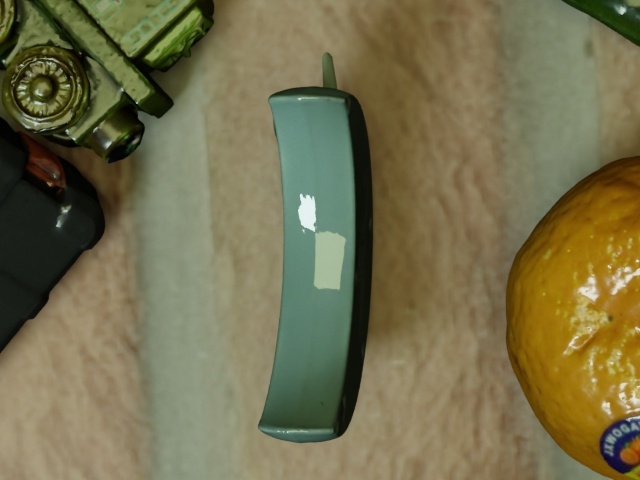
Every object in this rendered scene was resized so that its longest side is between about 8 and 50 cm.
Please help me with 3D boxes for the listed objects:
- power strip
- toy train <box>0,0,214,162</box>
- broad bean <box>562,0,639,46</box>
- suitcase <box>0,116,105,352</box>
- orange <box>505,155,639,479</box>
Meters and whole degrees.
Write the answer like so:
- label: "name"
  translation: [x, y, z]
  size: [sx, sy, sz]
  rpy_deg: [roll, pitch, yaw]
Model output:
- label: "power strip"
  translation: [0.000, 0.000, 0.743]
  size: [0.044, 0.137, 0.216]
  rpy_deg: [2, 87, 10]
- label: "toy train"
  translation: [-0.159, -0.155, 0.775]
  size: [0.137, 0.090, 0.225]
  rpy_deg: [-43, 89, 1]
- label: "broad bean"
  translation: [0.153, -0.221, 0.768]
  size: [0.144, 0.049, 0.292]
  rpy_deg: [-18, 91, 7]
- label: "suitcase"
  translation: [-0.278, -0.017, 0.722]
  size: [0.285, 0.066, 0.206]
  rpy_deg: [36, 96, -37]
- label: "orange"
  translation: [0.185, 0.042, 0.717]
  size: [0.177, 0.155, 0.177]
  rpy_deg: [9, 104, 40]
